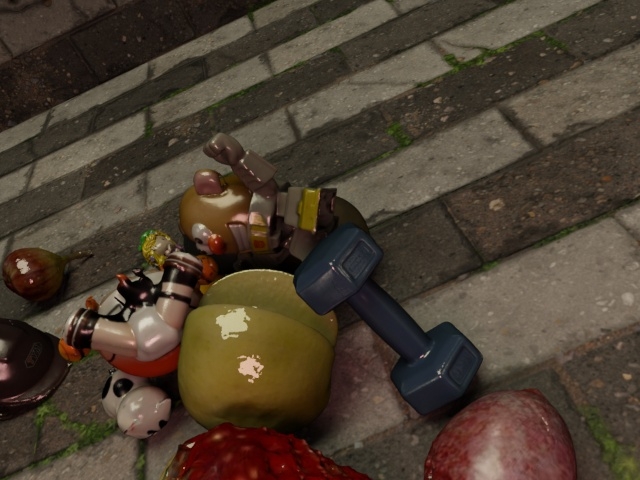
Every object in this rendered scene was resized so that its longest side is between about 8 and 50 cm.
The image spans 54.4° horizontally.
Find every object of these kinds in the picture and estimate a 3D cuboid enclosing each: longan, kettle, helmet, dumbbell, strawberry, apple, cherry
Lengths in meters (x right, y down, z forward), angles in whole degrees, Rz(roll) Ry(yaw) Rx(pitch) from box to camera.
[{"bbox_3d":[0.000,0.000,1.295,0.220,0.196,0.196,-1,44,44],"label":"longan"},{"bbox_3d":[-0.195,-0.011,1.395,0.165,0.240,0.255,-57,12,8],"label":"kettle"},{"bbox_3d":[-0.750,0.274,1.432,0.305,0.177,0.225,-17,37,15],"label":"helmet"},{"bbox_3d":[0.105,0.122,0.987,0.143,0.316,0.156,-44,12,2],"label":"dumbbell"},{"bbox_3d":[-0.044,0.393,0.827,0.345,0.295,0.317,-5,4,0],"label":"strawberry"},{"bbox_3d":[-0.101,0.191,1.057,0.254,0.292,0.292,8,45,4],"label":"apple"},{"bbox_3d":[0.245,0.298,0.832,0.192,0.175,0.250,2,43,48],"label":"cherry"}]

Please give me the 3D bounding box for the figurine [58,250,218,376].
[{"bbox_3d":[-0.318,0.153,1.167,0.320,0.323,0.196,-30,82,-12],"label":"figurine"}]

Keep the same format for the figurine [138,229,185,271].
[{"bbox_3d":[-0.413,0.039,1.575,0.156,0.095,0.115,29,84,27],"label":"figurine"}]

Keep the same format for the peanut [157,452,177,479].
[{"bbox_3d":[-0.259,0.428,1.050,0.082,0.082,0.187,20,57,43],"label":"peanut"}]

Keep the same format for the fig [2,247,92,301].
[{"bbox_3d":[-0.744,0.092,1.698,0.160,0.230,0.143,8,93,37],"label":"fig"}]

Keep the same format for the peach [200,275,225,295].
[{"bbox_3d":[-0.285,0.110,1.398,0.151,0.118,0.151,-30,5,3],"label":"peach"}]

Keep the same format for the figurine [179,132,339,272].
[{"bbox_3d":[-0.118,-0.039,1.124,0.284,0.343,0.167,11,28,13],"label":"figurine"}]

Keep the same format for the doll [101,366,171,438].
[{"bbox_3d":[-0.355,0.317,1.208,0.110,0.107,0.180,-42,38,-20],"label":"doll"}]
